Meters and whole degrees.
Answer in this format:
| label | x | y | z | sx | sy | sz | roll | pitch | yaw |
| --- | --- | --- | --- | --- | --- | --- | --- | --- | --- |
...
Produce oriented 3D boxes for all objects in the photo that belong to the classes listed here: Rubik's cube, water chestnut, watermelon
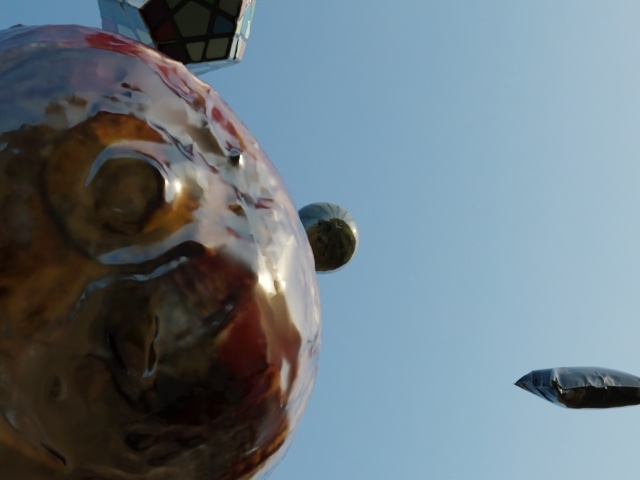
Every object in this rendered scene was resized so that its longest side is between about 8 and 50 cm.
| label | x | y | z | sx | sy | sz | roll | pitch | yaw |
| --- | --- | --- | --- | --- | --- | --- | --- | --- | --- |
| Rubik's cube | -0.111 | -0.188 | 0.755 | 0.112 | 0.133 | 0.133 | 17 | -59 | 2 |
| water chestnut | -0.127 | 0.026 | 0.522 | 0.289 | 0.244 | 0.289 | 4 | -72 | 14 |
| watermelon | 0.000 | 0.000 | 1.366 | 0.105 | 0.105 | 0.133 | -10 | -13 | -18 |

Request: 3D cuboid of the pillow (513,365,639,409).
| label | x | y | z | sx | sy | sz | roll | pitch | yaw |
| --- | --- | --- | --- | --- | --- | --- | --- | --- | --- |
| pillow | 0.310 | 0.171 | 1.106 | 0.150 | 0.090 | 0.048 | 4 | -80 | -18 |
